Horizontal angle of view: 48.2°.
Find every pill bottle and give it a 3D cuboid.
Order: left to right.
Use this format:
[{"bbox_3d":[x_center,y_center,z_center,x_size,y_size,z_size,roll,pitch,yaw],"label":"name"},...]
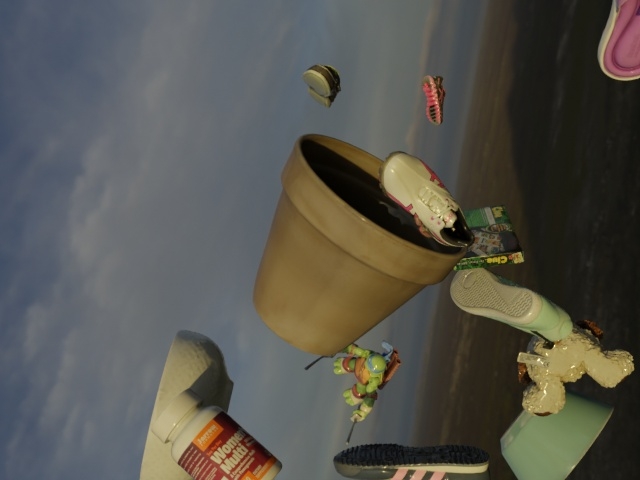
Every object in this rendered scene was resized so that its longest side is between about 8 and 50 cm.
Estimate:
[{"bbox_3d":[-0.185,0.372,1.267,0.121,0.221,0.121,-49,-9,-11],"label":"pill bottle"}]

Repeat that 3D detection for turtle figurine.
[{"bbox_3d":[0.063,0.365,1.862,0.275,0.198,0.266,-51,-7,-17],"label":"turtle figurine"}]

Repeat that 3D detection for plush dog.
[{"bbox_3d":[0.551,0.258,1.661,0.211,0.262,0.225,61,-172,2],"label":"plush dog"}]

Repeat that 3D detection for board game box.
[{"bbox_3d":[0.332,-0.010,1.478,0.260,0.136,0.030,-74,-27,-66],"label":"board game box"}]

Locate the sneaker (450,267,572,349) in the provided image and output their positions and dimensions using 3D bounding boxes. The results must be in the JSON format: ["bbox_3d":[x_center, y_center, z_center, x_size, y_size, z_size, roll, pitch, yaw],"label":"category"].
[{"bbox_3d":[0.366,0.131,1.385,0.094,0.151,0.256,-61,28,-1],"label":"sneaker"}]

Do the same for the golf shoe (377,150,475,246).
[{"bbox_3d":[0.150,-0.055,0.966,0.067,0.086,0.186,-54,-49,-5],"label":"golf shoe"}]

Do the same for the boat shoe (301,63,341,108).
[{"bbox_3d":[0.009,-0.384,1.714,0.069,0.081,0.228,-54,-4,-2],"label":"boat shoe"}]

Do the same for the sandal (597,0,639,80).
[{"bbox_3d":[0.617,-0.447,1.309,0.416,0.169,0.102,74,-162,-52],"label":"sandal"}]

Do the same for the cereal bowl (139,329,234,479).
[{"bbox_3d":[-0.267,0.363,1.499,0.339,0.141,0.339,-167,90,-86],"label":"cereal bowl"}]

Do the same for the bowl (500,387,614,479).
[{"bbox_3d":[0.569,0.483,1.787,0.311,0.163,0.311,-43,-21,-21],"label":"bowl"}]

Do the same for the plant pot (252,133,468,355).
[{"bbox_3d":[0.030,0.026,1.188,0.280,0.323,0.323,-56,3,23],"label":"plant pot"}]

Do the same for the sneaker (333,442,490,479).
[{"bbox_3d":[0.183,0.492,1.456,0.112,0.319,0.131,-36,-57,-72],"label":"sneaker"}]

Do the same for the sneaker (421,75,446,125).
[{"bbox_3d":[0.278,-0.334,1.691,0.057,0.047,0.119,-21,-71,-32],"label":"sneaker"}]
